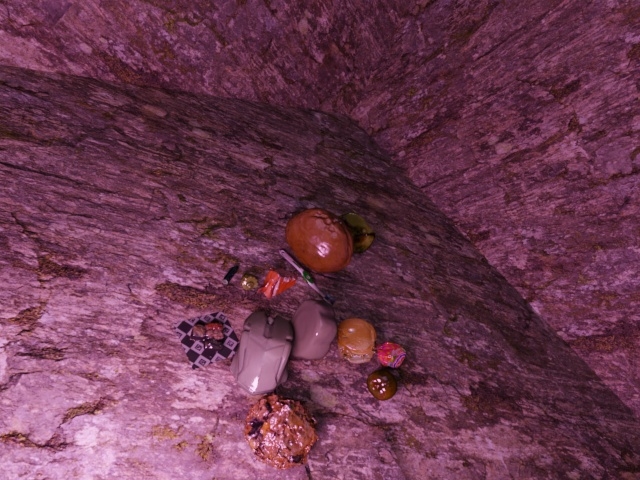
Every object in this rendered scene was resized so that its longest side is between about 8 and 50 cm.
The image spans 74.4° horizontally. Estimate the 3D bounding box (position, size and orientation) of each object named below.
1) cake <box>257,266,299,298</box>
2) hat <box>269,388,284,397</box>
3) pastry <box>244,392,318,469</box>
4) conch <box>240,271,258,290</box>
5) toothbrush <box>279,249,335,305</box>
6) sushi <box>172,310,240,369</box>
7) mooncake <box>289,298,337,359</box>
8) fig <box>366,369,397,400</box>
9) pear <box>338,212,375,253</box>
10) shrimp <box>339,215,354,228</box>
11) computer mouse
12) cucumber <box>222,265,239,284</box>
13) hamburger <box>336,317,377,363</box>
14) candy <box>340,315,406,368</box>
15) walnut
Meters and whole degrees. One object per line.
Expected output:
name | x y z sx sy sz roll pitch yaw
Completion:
cake | -0.193 0.184 2.072 0.098 0.135 0.287 27 25 18
hat | -0.177 0.607 1.640 0.087 0.042 0.058 56 26 -25
pastry | -0.131 0.656 1.476 0.275 0.192 0.274 21 37 -17
conch | -0.338 0.194 2.000 0.089 0.074 0.121 42 7 -32
toothbrush | -0.077 0.191 2.208 0.418 0.040 0.042 42 38 22
sushi | -0.443 0.382 1.702 0.232 0.047 0.219 -9 52 -42
mooncake | -0.031 0.385 1.818 0.135 0.275 0.274 20 37 -26
fig | 0.294 0.626 1.879 0.133 0.126 0.185 36 38 30
pear | 0.166 -0.054 2.570 0.239 0.163 0.255 -6 44 -27
shrimp | 0.143 -0.104 2.388 0.101 0.042 0.190 32 1 20
computer mouse | -0.220 0.422 1.695 0.229 0.145 0.428 16 29 -7
cucumber | -0.422 0.157 1.997 0.032 0.032 0.133 30 37 -2
hamburger | 0.166 0.460 1.960 0.190 0.122 0.215 -2 42 -6
candy | 0.244 0.480 2.052 0.366 0.124 0.124 36 35 21
walnut | 0.000 0.000 2.251 0.398 0.307 0.354 43 17 19
